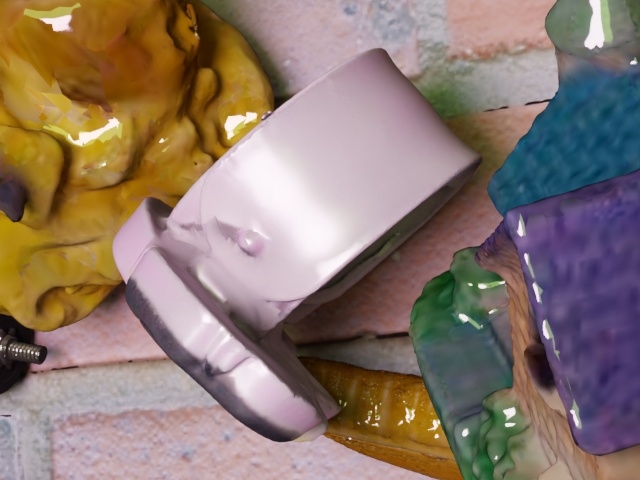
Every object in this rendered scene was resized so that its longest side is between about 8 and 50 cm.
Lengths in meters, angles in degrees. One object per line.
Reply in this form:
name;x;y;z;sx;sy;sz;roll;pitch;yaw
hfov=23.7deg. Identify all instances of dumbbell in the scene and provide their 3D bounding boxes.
dumbbell;-0.310;0.077;1.225;0.209;0.099;0.099;7;87;23

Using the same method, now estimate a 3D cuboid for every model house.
model house;0.178;0.008;0.854;0.245;0.280;0.312;-15;40;-4

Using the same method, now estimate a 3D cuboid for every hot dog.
hot dog;0.087;0.128;1.065;0.289;0.083;0.068;13;70;24

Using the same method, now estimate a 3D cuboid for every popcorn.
popcorn;-0.213;-0.087;1.098;0.297;0.281;0.316;39;108;-23

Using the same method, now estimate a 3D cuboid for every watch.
watch;0.000;0.000;0.987;0.231;0.244;0.196;-39;86;3
